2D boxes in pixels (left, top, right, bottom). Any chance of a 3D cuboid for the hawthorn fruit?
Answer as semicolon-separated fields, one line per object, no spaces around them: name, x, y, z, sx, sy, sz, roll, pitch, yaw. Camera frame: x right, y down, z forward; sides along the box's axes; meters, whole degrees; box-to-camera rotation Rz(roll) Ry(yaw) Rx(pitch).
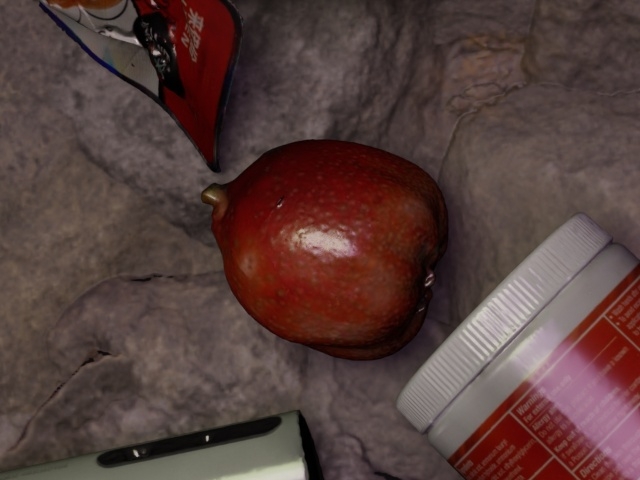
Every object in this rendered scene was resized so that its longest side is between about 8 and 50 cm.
hawthorn fruit;0.000;0.000;1.221;0.188;0.169;0.169;21;87;11

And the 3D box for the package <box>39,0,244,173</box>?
package;-0.157;-0.189;1.254;0.269;0.194;0.071;36;66;18

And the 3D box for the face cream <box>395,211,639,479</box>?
face cream;0.186;0.112;1.165;0.187;0.201;0.201;44;90;9

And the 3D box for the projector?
projector;-0.164;0.214;1.238;0.337;0.108;0.108;-12;83;4
